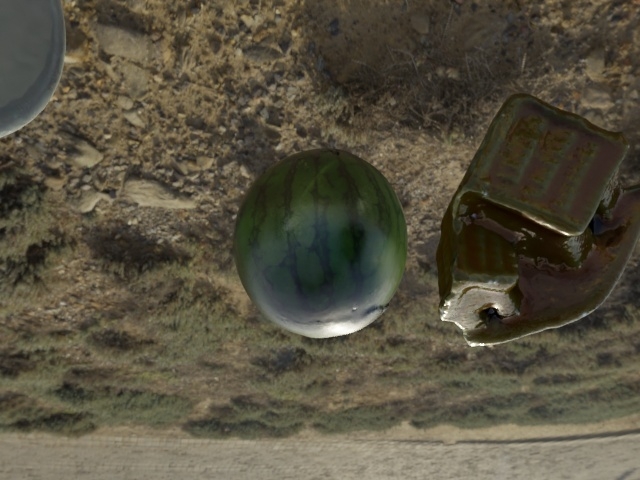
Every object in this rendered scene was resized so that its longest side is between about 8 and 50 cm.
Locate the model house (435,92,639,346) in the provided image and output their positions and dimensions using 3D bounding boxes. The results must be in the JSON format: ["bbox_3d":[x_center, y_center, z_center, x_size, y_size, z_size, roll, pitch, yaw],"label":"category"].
[{"bbox_3d":[0.228,-0.016,0.520,0.173,0.268,0.239,20,165,47],"label":"model house"}]

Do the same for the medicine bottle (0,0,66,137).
[{"bbox_3d":[-0.394,-0.180,0.354,0.306,0.245,0.245,7,142,18],"label":"medicine bottle"}]

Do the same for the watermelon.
[{"bbox_3d":[0.000,0.000,0.873,0.363,0.363,0.363,-3,139,-3],"label":"watermelon"}]
